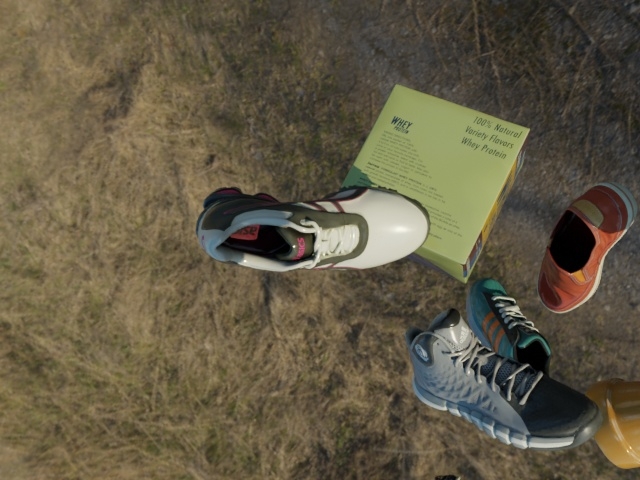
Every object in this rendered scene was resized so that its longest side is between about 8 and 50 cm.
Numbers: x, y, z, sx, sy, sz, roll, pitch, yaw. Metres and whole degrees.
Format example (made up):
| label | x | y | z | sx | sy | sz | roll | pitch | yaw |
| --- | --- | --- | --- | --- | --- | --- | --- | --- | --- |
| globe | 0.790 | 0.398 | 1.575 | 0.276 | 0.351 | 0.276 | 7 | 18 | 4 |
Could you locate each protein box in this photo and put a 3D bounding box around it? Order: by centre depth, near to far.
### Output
| label | x | y | z | sx | sy | sz | roll | pitch | yaw |
| --- | --- | --- | --- | --- | --- | --- | --- | --- | --- |
| protein box | 0.159 | -0.079 | 0.798 | 0.200 | 0.201 | 0.136 | 25 | 173 | 20 |

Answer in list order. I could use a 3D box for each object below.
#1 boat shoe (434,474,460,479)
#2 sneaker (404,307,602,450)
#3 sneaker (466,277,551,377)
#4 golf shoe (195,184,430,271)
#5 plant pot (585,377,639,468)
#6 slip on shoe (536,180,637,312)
| label | x | y | z | sx | sy | sz | roll | pitch | yaw |
| --- | --- | --- | --- | --- | --- | --- | --- | --- | --- |
| boat shoe | 0.202 | 0.412 | 0.910 | 0.042 | 0.049 | 0.133 | 24 | 150 | 20 |
| sneaker | 0.180 | 0.140 | 0.612 | 0.229 | 0.086 | 0.132 | 2 | 121 | 47 |
| sneaker | 0.369 | 0.183 | 1.049 | 0.121 | 0.108 | 0.302 | 121 | 151 | -45 |
| golf shoe | 0.000 | 0.000 | 0.620 | 0.120 | 0.273 | 0.105 | -117 | 27 | -69 |
| plant pot | 0.761 | 0.408 | 1.284 | 0.205 | 0.205 | 0.188 | 53 | 135 | -1 |
| slip on shoe | 0.454 | 0.029 | 1.010 | 0.123 | 0.101 | 0.331 | 57 | 162 | 32 |
